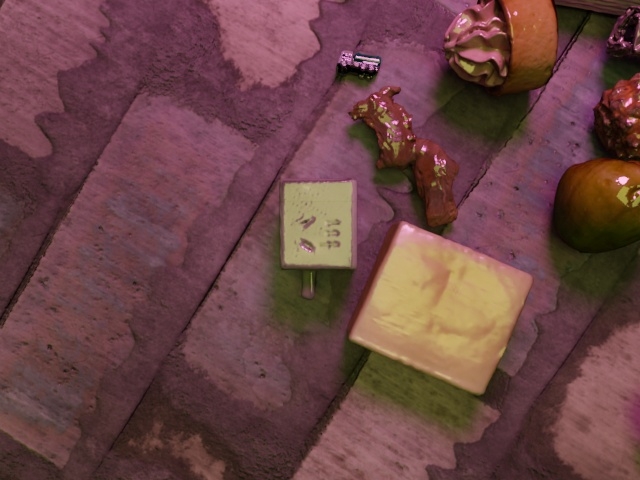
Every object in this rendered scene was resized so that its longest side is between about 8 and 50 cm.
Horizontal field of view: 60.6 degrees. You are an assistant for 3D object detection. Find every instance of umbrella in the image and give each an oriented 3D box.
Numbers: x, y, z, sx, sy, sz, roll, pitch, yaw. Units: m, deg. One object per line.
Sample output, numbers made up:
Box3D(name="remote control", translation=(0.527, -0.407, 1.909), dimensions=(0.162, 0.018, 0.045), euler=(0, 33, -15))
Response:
Box3D(name="umbrella", translation=(0.693, -0.335, 0.977), dimensions=(0.358, 0.113, 0.106), euler=(14, 98, -8))

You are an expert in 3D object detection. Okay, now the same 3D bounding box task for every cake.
Box3D(name="cake", translation=(0.305, -0.350, 0.973), dimensions=(0.178, 0.207, 0.185), euler=(-6, 113, 9))

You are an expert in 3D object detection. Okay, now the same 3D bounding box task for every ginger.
Box3D(name="ginger", translation=(0.171, -0.154, 1.030), dimensions=(0.122, 0.084, 0.290), euler=(-35, 90, -3))

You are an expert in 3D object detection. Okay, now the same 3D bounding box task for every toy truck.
Box3D(name="toy truck", translation=(0.074, -0.340, 1.056), dimensions=(0.083, 0.039, 0.044), euler=(10, 75, 2))

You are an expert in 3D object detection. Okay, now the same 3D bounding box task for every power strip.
Box3D(name="power strip", translation=(0.000, 0.000, 1.015), dimensions=(0.140, 0.139, 0.224), euler=(-1, 91, 3))

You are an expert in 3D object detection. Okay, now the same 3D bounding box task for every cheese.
Box3D(name="cheese", translation=(0.214, 0.122, 1.016), dimensions=(0.266, 0.124, 0.242), euler=(23, 89, 2))

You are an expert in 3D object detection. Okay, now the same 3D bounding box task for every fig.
Box3D(name="fig", translation=(0.504, -0.061, 0.969), dimensions=(0.181, 0.181, 0.191), euler=(23, 124, 3))

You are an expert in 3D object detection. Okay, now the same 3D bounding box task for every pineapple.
Box3D(name="pineapple", translation=(0.599, -0.224, 0.972), dimensions=(0.193, 0.166, 0.166), euler=(-17, 90, 4))

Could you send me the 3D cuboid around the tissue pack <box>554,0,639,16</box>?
Box3D(name="tissue pack", translation=(0.550, -0.540, 0.980), dimensions=(0.344, 0.125, 0.242), euler=(13, 93, 3))
